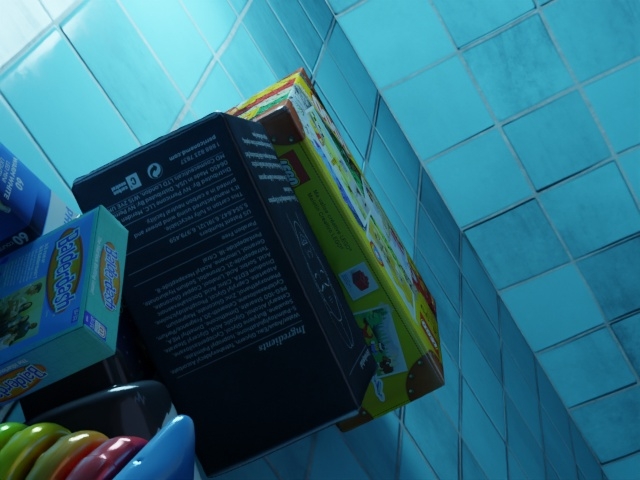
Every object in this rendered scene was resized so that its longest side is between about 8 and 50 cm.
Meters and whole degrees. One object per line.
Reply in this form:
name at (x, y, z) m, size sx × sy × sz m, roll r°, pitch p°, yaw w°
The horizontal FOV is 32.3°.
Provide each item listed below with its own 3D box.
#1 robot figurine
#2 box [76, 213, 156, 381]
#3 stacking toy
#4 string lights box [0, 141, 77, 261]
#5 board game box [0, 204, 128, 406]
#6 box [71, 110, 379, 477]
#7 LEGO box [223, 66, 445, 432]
robot figurine at (-0.201, 0.243, 1.086) m, size 0.209 × 0.173 × 0.278 m, roll -8°, pitch 72°, yaw -51°
box at (-0.261, 0.091, 1.337) m, size 0.225 × 0.036 × 0.136 m, roll 60°, pitch 19°, yaw -18°
stacking toy at (-0.262, 0.202, 0.895) m, size 0.175 × 0.302 × 0.165 m, roll -45°, pitch 148°, yaw -59°
string lights box at (-0.373, -0.055, 1.073) m, size 0.259 × 0.133 × 0.077 m, roll 49°, pitch 24°, yaw -37°
board game box at (-0.281, 0.074, 1.036) m, size 0.047 × 0.210 × 0.160 m, roll 49°, pitch 25°, yaw -37°
box at (-0.108, 0.058, 1.438) m, size 0.395 × 0.212 × 0.293 m, roll 64°, pitch 7°, yaw 1°
LEGO box at (0.000, 0.000, 1.827) m, size 0.500 × 0.193 × 0.372 m, roll 59°, pitch 12°, yaw -14°
